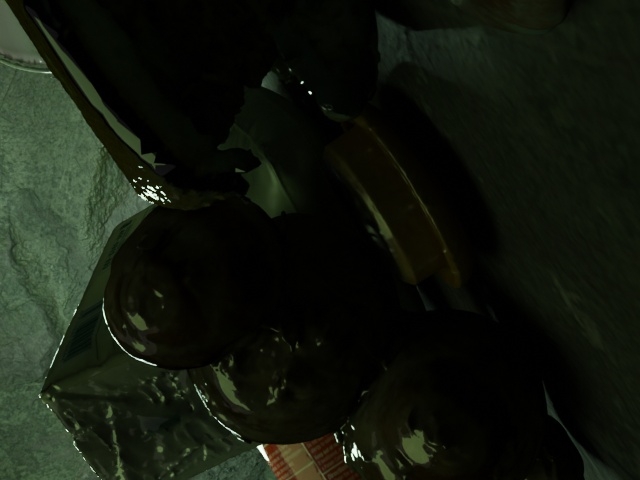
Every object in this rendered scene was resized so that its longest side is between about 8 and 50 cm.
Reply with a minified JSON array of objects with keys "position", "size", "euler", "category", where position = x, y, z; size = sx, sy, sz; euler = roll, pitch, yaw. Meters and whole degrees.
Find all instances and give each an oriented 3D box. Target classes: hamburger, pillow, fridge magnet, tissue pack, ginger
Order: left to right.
[{"position":[-0.092,-0.159,0.543],"size":[0.288,0.167,0.192],"euler":[56,174,-4],"category":"hamburger"},{"position":[-0.138,0.087,1.197],"size":[0.207,0.297,0.380],"euler":[57,-161,-25],"category":"tissue pack"},{"position":[0.000,0.000,0.942],"size":[0.322,0.119,0.255],"euler":[61,173,-29],"category":"pillow"},{"position":[0.028,0.095,0.708],"size":[0.375,0.176,0.256],"euler":[30,176,-4],"category":"ginger"},{"position":[0.049,-0.027,0.634],"size":[0.143,0.063,0.143],"euler":[57,178,3],"category":"fridge magnet"}]

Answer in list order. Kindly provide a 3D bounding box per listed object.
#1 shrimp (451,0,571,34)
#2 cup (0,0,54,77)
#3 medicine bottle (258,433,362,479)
[{"position":[-0.003,-0.165,0.339],"size":[0.251,0.052,0.143],"euler":[55,177,7],"category":"shrimp"},{"position":[-0.318,-0.367,1.099],"size":[0.253,0.253,0.274],"euler":[53,165,29],"category":"cup"},{"position":[0.045,0.250,1.330],"size":[0.241,0.252,0.252],"euler":[56,175,10],"category":"medicine bottle"}]
